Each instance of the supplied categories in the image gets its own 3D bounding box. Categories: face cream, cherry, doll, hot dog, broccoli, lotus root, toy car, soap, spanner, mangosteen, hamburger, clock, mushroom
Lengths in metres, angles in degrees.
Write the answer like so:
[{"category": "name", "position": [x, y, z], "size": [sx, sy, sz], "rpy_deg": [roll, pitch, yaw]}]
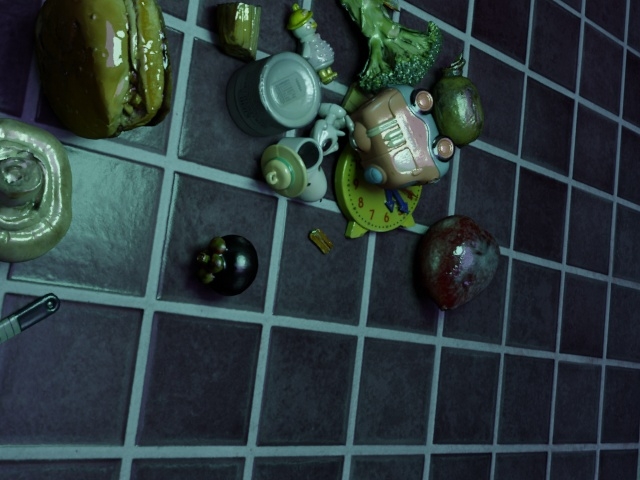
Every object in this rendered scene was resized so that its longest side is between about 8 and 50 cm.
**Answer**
[{"category": "face cream", "position": [-0.106, -0.336, 1.675], "size": [0.177, 0.153, 0.177], "rpy_deg": [2, 87, -37]}, {"category": "cherry", "position": [0.379, 0.061, 2.024], "size": [0.230, 0.203, 0.300], "rpy_deg": [40, 66, -36]}, {"category": "doll", "position": [-0.037, -0.225, 1.753], "size": [0.208, 0.144, 0.271], "rpy_deg": [33, 69, -53]}, {"category": "hot dog", "position": [0.000, 0.000, 1.835], "size": [0.037, 0.021, 0.083], "rpy_deg": [-43, 119, -9]}, {"category": "doll", "position": [-0.021, -0.487, 1.795], "size": [0.207, 0.081, 0.129], "rpy_deg": [63, 36, -16]}, {"category": "broccoli", "position": [0.169, -0.567, 1.900], "size": [0.252, 0.221, 0.361], "rpy_deg": [-14, 90, -20]}, {"category": "lotus root", "position": [-0.190, -0.488, 1.659], "size": [0.159, 0.095, 0.135], "rpy_deg": [-6, 100, -79]}, {"category": "toy car", "position": [0.182, -0.240, 1.794], "size": [0.212, 0.180, 0.270], "rpy_deg": [-29, 100, -20]}, {"category": "soap", "position": [0.155, -0.315, 1.960], "size": [0.252, 0.037, 0.092], "rpy_deg": [38, 68, -32]}, {"category": "spanner", "position": [-0.617, 0.192, 1.330], "size": [0.316, 0.024, 0.087], "rpy_deg": [-34, 111, -36]}, {"category": "mangosteen", "position": [-0.210, 0.052, 1.593], "size": [0.151, 0.137, 0.137], "rpy_deg": [16, 79, -44]}, {"category": "hamburger", "position": [-0.403, -0.332, 1.335], "size": [0.174, 0.304, 0.284], "rpy_deg": [-15, 99, -36]}, {"category": "clock", "position": [0.166, -0.156, 1.914], "size": [0.277, 0.071, 0.293], "rpy_deg": [-17, 105, -32]}, {"category": "lotus root", "position": [0.389, -0.404, 2.087], "size": [0.154, 0.154, 0.278], "rpy_deg": [-18, 101, -38]}, {"category": "mushroom", "position": [-0.540, -0.096, 1.264], "size": [0.260, 0.234, 0.254], "rpy_deg": [43, 60, -29]}]

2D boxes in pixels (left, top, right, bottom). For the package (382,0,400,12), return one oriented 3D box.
[{"category": "package", "position": [0.182, -0.699, 1.997], "size": [0.108, 0.031, 0.121], "rpy_deg": [15, 74, -38]}]
